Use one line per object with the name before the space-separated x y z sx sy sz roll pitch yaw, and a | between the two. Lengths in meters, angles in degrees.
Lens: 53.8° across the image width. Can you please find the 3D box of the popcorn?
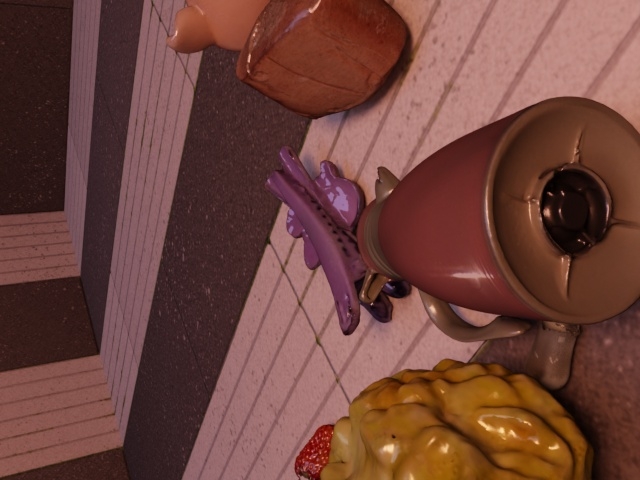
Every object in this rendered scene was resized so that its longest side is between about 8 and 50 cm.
popcorn | 0.110 0.203 0.474 0.235 0.181 0.216 32 134 38

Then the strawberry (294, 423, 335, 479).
strawberry | 0.007 0.293 0.854 0.073 0.073 0.083 -18 44 60

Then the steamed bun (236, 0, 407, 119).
steamed bun | 0.002 -0.208 0.672 0.175 0.145 0.106 -28 52 46

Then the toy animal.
toy animal | -0.086 -0.365 0.752 0.256 0.195 0.213 112 148 -44

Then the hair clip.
hair clip | 0.014 0.002 0.761 0.278 0.090 0.137 64 143 38

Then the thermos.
thermos | 0.123 0.002 0.518 0.265 0.146 0.176 -15 95 69

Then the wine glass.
wine glass | 0.188 0.104 0.515 0.042 0.039 0.083 -130 46 -61
